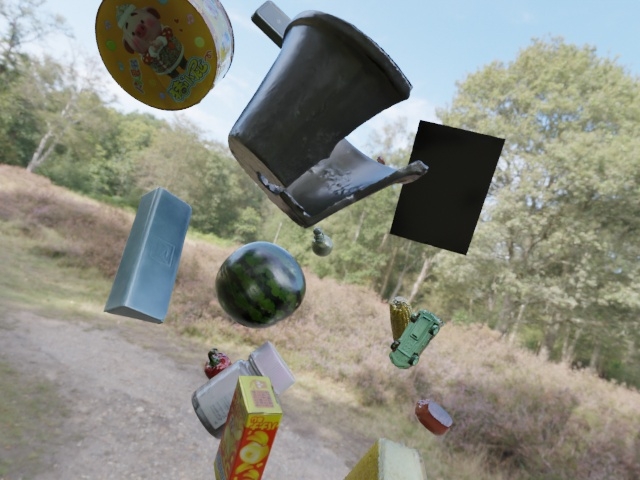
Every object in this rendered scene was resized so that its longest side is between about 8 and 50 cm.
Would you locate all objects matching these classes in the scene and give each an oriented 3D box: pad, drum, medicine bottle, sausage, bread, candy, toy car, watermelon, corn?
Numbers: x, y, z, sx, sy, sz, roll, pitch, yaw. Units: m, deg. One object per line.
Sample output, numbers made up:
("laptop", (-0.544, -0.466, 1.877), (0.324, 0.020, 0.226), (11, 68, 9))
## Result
("pad", (0.365, -0.151, 1.288), (0.248, 0.367, 0.007), (18, 24, 18))
("drum", (-0.523, -0.674, 1.484), (0.432, 0.430, 0.214), (19, 37, -8))
("medicine bottle", (-0.224, 0.438, 1.277), (0.165, 0.274, 0.165), (53, -11, 15))
("sausage", (0.254, 0.404, 0.985), (0.094, 0.059, 0.054), (41, -45, -1))
("bread", (0.104, 0.666, 0.966), (0.143, 0.332, 0.323), (31, 21, -4))
("candy", (-0.180, 0.482, 1.044), (0.088, 0.275, 0.146), (10, 17, -25))
("toy car", (0.179, 0.188, 0.812), (0.059, 0.121, 0.035), (30, -5, 46))
("watermelon", (-0.196, 0.145, 1.400), (0.286, 0.284, 0.285), (19, -2, 1))
("corn", (0.280, 0.290, 1.478), (0.080, 0.238, 0.080), (-10, 31, 6))

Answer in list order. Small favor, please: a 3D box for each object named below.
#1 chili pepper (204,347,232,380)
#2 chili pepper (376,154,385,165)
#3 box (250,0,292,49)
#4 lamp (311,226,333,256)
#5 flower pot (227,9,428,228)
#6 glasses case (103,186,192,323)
("chili pepper", (-0.372, 0.548, 1.706), (0.110, 0.110, 0.387), (17, -42, 41))
("chili pepper", (0.265, -0.351, 1.895), (0.045, 0.027, 0.178), (57, 9, 12))
("box", (-0.117, -0.578, 1.156), (0.126, 0.091, 0.031), (41, -34, -14))
("lamp", (0.000, 0.000, 1.757), (0.091, 0.090, 0.163), (18, -28, 21))
("flower pot", (-0.017, -0.190, 0.818), (0.379, 0.251, 0.379), (44, -9, 9))
("glasses case", (-0.324, 0.021, 0.842), (0.105, 0.265, 0.056), (19, -36, -24))
